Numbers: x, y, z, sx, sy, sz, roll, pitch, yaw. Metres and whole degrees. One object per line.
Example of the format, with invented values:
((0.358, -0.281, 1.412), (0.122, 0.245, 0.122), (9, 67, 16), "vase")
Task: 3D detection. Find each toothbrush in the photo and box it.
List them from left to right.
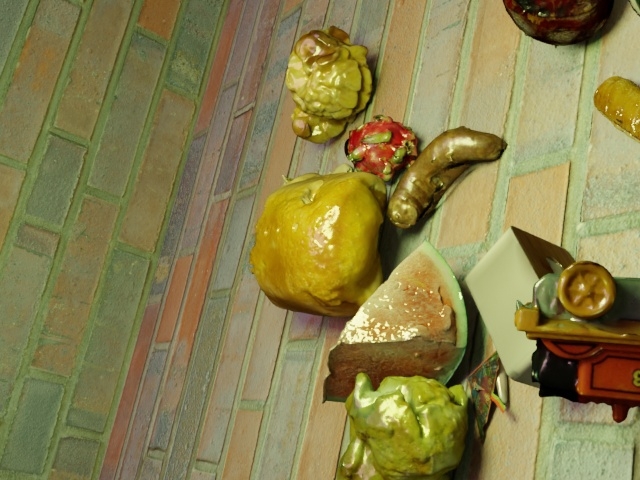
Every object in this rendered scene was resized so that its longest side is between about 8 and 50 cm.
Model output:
((0.337, 0.166, 1.516), (0.029, 0.025, 0.307), (-29, 47, 37), "toothbrush")

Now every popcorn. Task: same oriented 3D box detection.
((0.027, -0.435, 2.237), (0.265, 0.225, 0.332), (20, 98, 43), "popcorn")
((0.154, 0.377, 1.476), (0.276, 0.225, 0.276), (-170, 90, -87), "popcorn")

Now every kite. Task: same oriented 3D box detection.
((0.306, 0.281, 1.474), (0.159, 0.010, 0.190), (-157, 76, -72), "kite")

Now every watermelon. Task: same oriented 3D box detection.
((0.177, 0.220, 1.600), (0.222, 0.292, 0.319), (35, 62, 25), "watermelon")

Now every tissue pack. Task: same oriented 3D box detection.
((0.375, 0.121, 1.352), (0.136, 0.159, 0.246), (-52, 34, 29), "tissue pack")

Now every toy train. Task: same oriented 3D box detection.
((0.453, 0.144, 1.088), (0.369, 0.163, 0.231), (2, 89, 19), "toy train")

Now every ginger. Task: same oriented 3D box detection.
((0.262, -0.153, 1.771), (0.309, 0.107, 0.133), (-48, 28, 28), "ginger")

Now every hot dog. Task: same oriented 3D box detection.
((0.562, -0.209, 1.364), (0.088, 0.061, 0.286), (-49, 34, 10), "hot dog")

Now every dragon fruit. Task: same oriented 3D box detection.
((0.154, -0.227, 1.949), (0.166, 0.160, 0.172), (-36, 15, -36), "dragon fruit")

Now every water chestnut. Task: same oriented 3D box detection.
((0.476, -0.491, 1.574), (0.224, 0.238, 0.223), (-6, 62, 12), "water chestnut")

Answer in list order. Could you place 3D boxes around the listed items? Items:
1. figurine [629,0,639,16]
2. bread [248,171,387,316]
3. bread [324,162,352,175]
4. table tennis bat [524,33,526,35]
((0.624, -0.476, 1.396), (0.154, 0.132, 0.132), (-15, 57, 38), "figurine")
((0.000, 0.000, 1.876), (0.394, 0.250, 0.361), (180, 96, -65), "bread")
((0.020, -0.087, 2.190), (0.182, 0.039, 0.251), (-24, 52, 50), "bread")
((0.495, -0.575, 1.714), (0.154, 0.021, 0.274), (-138, 65, -81), "table tennis bat")
